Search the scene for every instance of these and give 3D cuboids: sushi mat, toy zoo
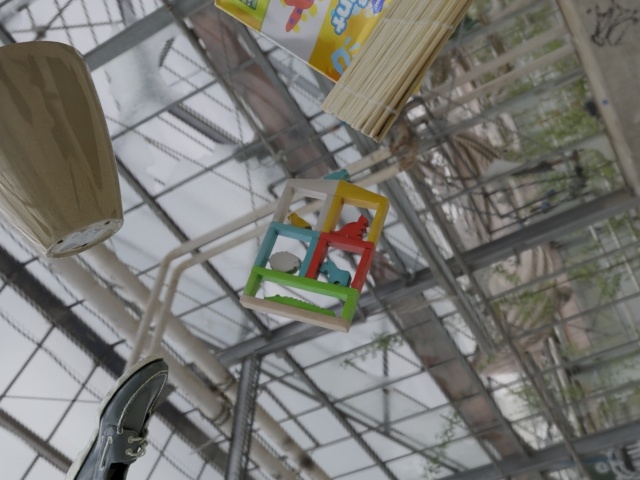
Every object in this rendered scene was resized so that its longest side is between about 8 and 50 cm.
[{"bbox_3d":[0.105,-0.218,0.525,0.019,0.316,0.151,32,-173,-19],"label":"sushi mat"},{"bbox_3d":[0.000,0.000,1.220,0.030,0.193,0.293,69,-142,-61],"label":"toy zoo"}]

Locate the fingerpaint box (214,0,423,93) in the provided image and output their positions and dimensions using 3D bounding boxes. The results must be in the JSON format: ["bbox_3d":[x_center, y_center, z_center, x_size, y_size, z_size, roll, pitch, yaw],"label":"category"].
[{"bbox_3d":[0.055,-0.503,1.093,0.371,0.444,0.163,39,-145,30],"label":"fingerpaint box"}]

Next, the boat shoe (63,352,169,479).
[{"bbox_3d":[-0.317,0.328,1.170,0.099,0.319,0.116,38,-162,22],"label":"boat shoe"}]

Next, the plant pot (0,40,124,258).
[{"bbox_3d":[-0.426,-0.118,1.100,0.273,0.257,0.256,61,-162,7],"label":"plant pot"}]
